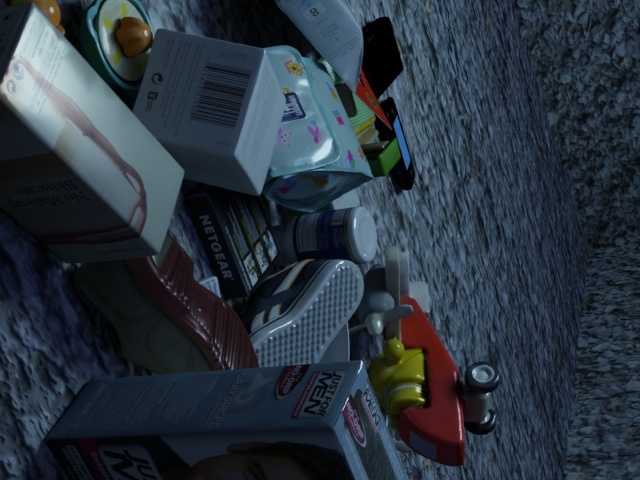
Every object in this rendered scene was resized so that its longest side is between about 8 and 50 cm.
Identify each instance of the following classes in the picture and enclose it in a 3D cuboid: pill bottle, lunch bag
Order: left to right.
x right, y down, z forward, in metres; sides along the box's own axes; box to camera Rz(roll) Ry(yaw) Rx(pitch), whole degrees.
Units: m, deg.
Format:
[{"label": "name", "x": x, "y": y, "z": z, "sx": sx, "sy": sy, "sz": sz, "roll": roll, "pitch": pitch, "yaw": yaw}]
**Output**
[{"label": "lunch bag", "x": -0.054, "y": -0.174, "z": 1.614, "sx": 0.262, "sy": 0.160, "sz": 0.223, "roll": 8, "pitch": 57, "yaw": -64}, {"label": "pill bottle", "x": 0.000, "y": 0.000, "z": 1.707, "sx": 0.094, "sy": 0.169, "sz": 0.094, "roll": 25, "pitch": 61, "yaw": -59}]

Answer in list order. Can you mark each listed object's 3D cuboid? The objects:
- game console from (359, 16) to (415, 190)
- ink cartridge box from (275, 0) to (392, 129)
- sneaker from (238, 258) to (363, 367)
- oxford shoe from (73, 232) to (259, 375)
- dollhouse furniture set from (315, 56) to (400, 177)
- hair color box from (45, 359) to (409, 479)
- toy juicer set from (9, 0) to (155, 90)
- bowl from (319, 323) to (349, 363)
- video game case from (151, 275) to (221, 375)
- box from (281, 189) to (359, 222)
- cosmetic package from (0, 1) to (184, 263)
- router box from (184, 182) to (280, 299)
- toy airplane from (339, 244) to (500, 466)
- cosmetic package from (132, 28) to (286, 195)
[{"label": "game console", "x": 0.152, "y": -0.289, "z": 2.243, "sx": 0.213, "sy": 0.044, "sz": 0.361, "roll": -54, "pitch": 131, "yaw": -55}, {"label": "ink cartridge box", "x": 0.018, "y": -0.405, "z": 1.788, "sx": 0.385, "sy": 0.091, "sz": 0.308, "roll": 40, "pitch": 22, "yaw": -48}, {"label": "sneaker", "x": -0.068, "y": 0.148, "z": 1.563, "sx": 0.321, "sy": 0.127, "sz": 0.126, "roll": -45, "pitch": 123, "yaw": -35}, {"label": "oxford shoe", "x": -0.184, "y": 0.129, "z": 1.346, "sx": 0.348, "sy": 0.130, "sz": 0.123, "roll": 59, "pitch": 18, "yaw": -29}, {"label": "dollhouse furniture set", "x": 0.075, "y": -0.255, "z": 1.951, "sx": 0.301, "sy": 0.151, "sz": 0.198, "roll": -50, "pitch": 127, "yaw": -57}, {"label": "hair color box", "x": -0.106, "y": 0.254, "z": 1.184, "sx": 0.185, "sy": 0.374, "sz": 0.114, "roll": 68, "pitch": 29, "yaw": -26}, {"label": "toy juicer set", "x": -0.264, "y": -0.228, "z": 1.320, "sx": 0.329, "sy": 0.089, "sz": 0.209, "roll": 56, "pitch": 36, "yaw": -44}, {"label": "bowl", "x": -0.027, "y": 0.164, "z": 1.684, "sx": 0.142, "sy": 0.053, "sz": 0.142, "roll": 2, "pitch": 77, "yaw": -18}, {"label": "video game case", "x": -0.179, "y": 0.167, "z": 1.462, "sx": 0.183, "sy": 0.023, "sz": 0.201, "roll": -25, "pitch": 105, "yaw": -63}, {"label": "box", "x": -0.002, "y": -0.072, "z": 1.801, "sx": 0.102, "sy": 0.101, "sz": 0.087, "roll": -57, "pitch": 134, "yaw": -51}, {"label": "cosmetic package", "x": -0.299, "y": -0.106, "z": 1.147, "sx": 0.296, "sy": 0.153, "sz": 0.129, "roll": 49, "pitch": 43, "yaw": -46}, {"label": "router box", "x": -0.131, "y": -0.020, "z": 1.585, "sx": 0.133, "sy": 0.046, "sz": 0.179, "roll": -55, "pitch": 131, "yaw": -54}, {"label": "toy airplane", "x": 0.123, "y": 0.207, "z": 1.860, "sx": 0.384, "sy": 0.272, "sz": 0.386, "roll": 162, "pitch": -89, "yaw": -78}, {"label": "cosmetic package", "x": -0.146, "y": -0.168, "z": 1.386, "sx": 0.184, "sy": 0.151, "sz": 0.151, "roll": 66, "pitch": 38, "yaw": -74}]
